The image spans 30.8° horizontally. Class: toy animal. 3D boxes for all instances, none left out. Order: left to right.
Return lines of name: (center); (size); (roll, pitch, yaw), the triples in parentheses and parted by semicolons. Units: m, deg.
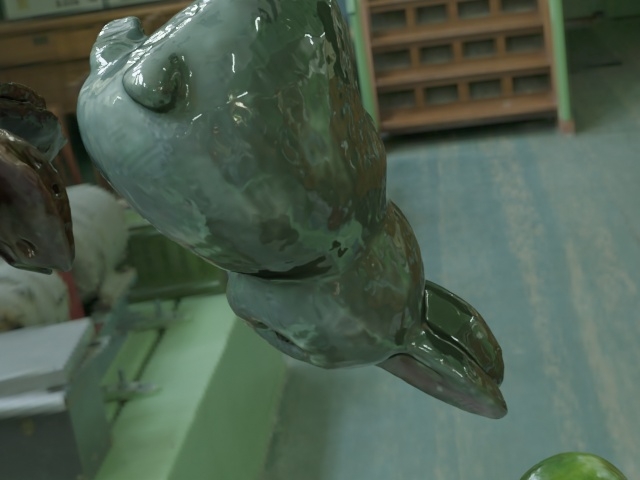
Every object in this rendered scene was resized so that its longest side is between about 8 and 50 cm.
toy animal: (-0.010, -0.001, 0.483); (0.108, 0.236, 0.138); (-19, 23, 18)

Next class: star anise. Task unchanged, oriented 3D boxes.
star anise: (-0.244, -0.060, 0.663); (0.236, 0.229, 0.093); (-27, -15, -51)

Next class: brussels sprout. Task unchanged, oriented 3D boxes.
brussels sprout: (0.231, 0.267, 1.051); (0.155, 0.155, 0.117); (-10, 17, -5)
